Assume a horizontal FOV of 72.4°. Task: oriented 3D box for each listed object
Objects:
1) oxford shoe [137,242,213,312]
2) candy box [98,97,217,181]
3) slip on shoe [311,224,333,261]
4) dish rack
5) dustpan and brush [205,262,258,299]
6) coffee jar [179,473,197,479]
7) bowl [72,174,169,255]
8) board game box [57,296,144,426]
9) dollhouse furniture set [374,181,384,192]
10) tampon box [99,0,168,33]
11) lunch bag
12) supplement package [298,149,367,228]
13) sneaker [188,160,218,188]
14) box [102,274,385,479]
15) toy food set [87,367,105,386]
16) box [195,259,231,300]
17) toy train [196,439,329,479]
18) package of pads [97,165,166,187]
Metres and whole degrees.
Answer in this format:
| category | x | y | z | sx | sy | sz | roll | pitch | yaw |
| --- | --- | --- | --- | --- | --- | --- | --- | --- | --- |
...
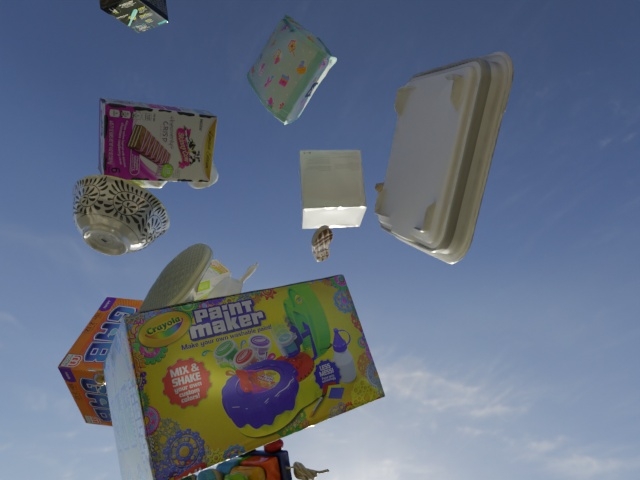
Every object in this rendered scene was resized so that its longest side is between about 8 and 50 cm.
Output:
| category | x | y | z | sx | sy | sz | roll | pitch | yaw |
| --- | --- | --- | --- | --- | --- | --- | --- | --- | --- |
| oxford shoe | -0.441 | 0.211 | 1.288 | 0.130 | 0.169 | 0.450 | 33 | -93 | -39 |
| candy box | -0.357 | -0.215 | 0.967 | 0.233 | 0.071 | 0.159 | -4 | -62 | -35 |
| slip on shoe | 0.000 | 0.000 | 1.013 | 0.051 | 0.041 | 0.135 | -21 | -28 | -10 |
| dish rack | 0.185 | -0.147 | 0.767 | 0.072 | 0.285 | 0.333 | 6 | -79 | -18 |
| dustpan and brush | -0.281 | 0.148 | 1.410 | 0.060 | 0.147 | 0.211 | 37 | -97 | -31 |
| coffee jar | -0.464 | 0.756 | 1.349 | 0.079 | 0.096 | 0.184 | -2 | -32 | 44 |
| bowl | -0.360 | -0.026 | 0.763 | 0.170 | 0.080 | 0.170 | 5 | -37 | 4 |
| board game box | -0.726 | 0.490 | 1.743 | 0.356 | 0.357 | 0.356 | 5 | -53 | 4 |
| dollhouse furniture set | 0.171 | -0.098 | 1.120 | 0.114 | 0.091 | 0.081 | 38 | -57 | -10 |
| tampon box | -0.552 | -0.712 | 1.294 | 0.120 | 0.161 | 0.102 | -9 | -92 | 17 |
| lunch bag | -0.077 | -0.467 | 1.217 | 0.160 | 0.262 | 0.223 | 22 | -62 | -36 |
| supplement package | 0.032 | -0.160 | 1.375 | 0.194 | 0.203 | 0.149 | -2 | -22 | -5 |
| sneaker | -0.419 | -0.299 | 1.444 | 0.108 | 0.292 | 0.169 | -19 | -51 | -10 |
| box | -0.124 | 0.193 | 0.612 | 0.289 | 0.177 | 0.279 | -7 | -21 | -33 |
| toy food set | -0.397 | 0.281 | 0.849 | 0.077 | 0.019 | 0.122 | 0 | -36 | 16 |
| box | -0.417 | 0.156 | 1.490 | 0.103 | 0.203 | 0.114 | 32 | -55 | 40 |
| toy train | -0.120 | 0.456 | 0.844 | 0.248 | 0.105 | 0.143 | -23 | -18 | 40 |
| package of pads | -0.651 | -0.299 | 1.624 | 0.296 | 0.229 | 0.101 | 6 | -42 | 28 |
